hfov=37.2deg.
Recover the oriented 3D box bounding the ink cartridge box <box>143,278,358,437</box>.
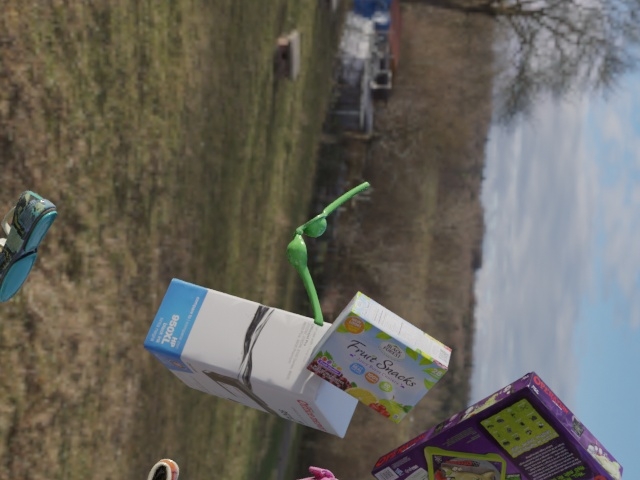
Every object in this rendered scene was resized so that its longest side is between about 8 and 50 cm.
[{"bbox_3d":[-0.126,0.249,1.997,0.285,0.394,0.166,63,45,-61],"label":"ink cartridge box"}]

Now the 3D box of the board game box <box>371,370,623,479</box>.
[{"bbox_3d":[0.265,0.359,1.485,0.208,0.347,0.056,50,36,-2],"label":"board game box"}]

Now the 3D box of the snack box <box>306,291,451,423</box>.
[{"bbox_3d":[0.106,0.217,1.748,0.174,0.207,0.070,-53,-172,34],"label":"snack box"}]

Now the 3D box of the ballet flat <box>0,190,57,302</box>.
[{"bbox_3d":[-0.432,0.005,1.351,0.188,0.070,0.070,-54,-172,26],"label":"ballet flat"}]

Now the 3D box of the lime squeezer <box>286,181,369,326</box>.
[{"bbox_3d":[0.000,0.000,1.793,0.059,0.109,0.310,88,20,-63],"label":"lime squeezer"}]

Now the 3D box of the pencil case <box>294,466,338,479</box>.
[{"bbox_3d":[0.004,0.526,1.348,0.167,0.160,0.386,-4,74,-65],"label":"pencil case"}]

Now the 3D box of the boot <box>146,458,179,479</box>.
[{"bbox_3d":[-0.287,0.445,1.606,0.084,0.059,0.158,109,0,-76],"label":"boot"}]
